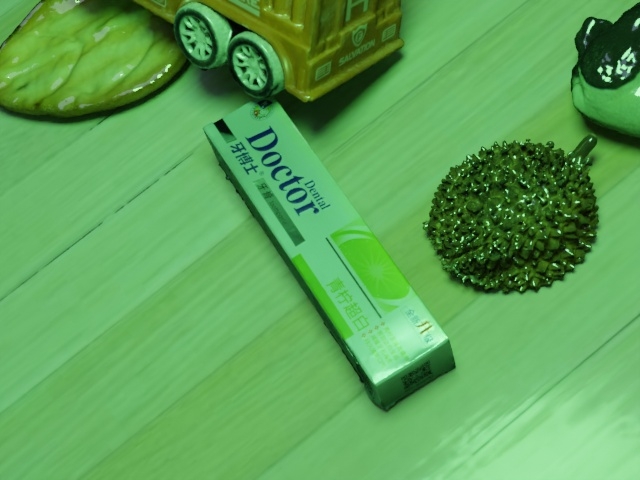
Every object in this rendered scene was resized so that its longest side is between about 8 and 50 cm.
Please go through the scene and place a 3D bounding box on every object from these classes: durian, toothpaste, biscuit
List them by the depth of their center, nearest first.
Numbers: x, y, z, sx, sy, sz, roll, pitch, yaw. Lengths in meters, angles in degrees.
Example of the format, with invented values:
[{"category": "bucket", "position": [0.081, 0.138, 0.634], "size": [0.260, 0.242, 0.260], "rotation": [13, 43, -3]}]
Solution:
[{"category": "durian", "position": [0.180, -0.042, 1.025], "size": [0.188, 0.091, 0.148], "rotation": [-38, 60, -9]}, {"category": "toothpaste", "position": [0.000, 0.000, 1.066], "size": [0.081, 0.067, 0.336], "rotation": [-31, 60, -6]}, {"category": "biscuit", "position": [-0.256, -0.219, 1.266], "size": [0.260, 0.041, 0.203], "rotation": [-24, 62, 2]}]

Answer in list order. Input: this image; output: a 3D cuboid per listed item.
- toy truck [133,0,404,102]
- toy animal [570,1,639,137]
[{"category": "toy truck", "position": [-0.100, -0.314, 1.146], "size": [0.387, 0.207, 0.173], "rotation": [33, 48, 25]}, {"category": "toy animal", "position": [0.339, -0.145, 1.038], "size": [0.225, 0.094, 0.121], "rotation": [14, 77, 11]}]
